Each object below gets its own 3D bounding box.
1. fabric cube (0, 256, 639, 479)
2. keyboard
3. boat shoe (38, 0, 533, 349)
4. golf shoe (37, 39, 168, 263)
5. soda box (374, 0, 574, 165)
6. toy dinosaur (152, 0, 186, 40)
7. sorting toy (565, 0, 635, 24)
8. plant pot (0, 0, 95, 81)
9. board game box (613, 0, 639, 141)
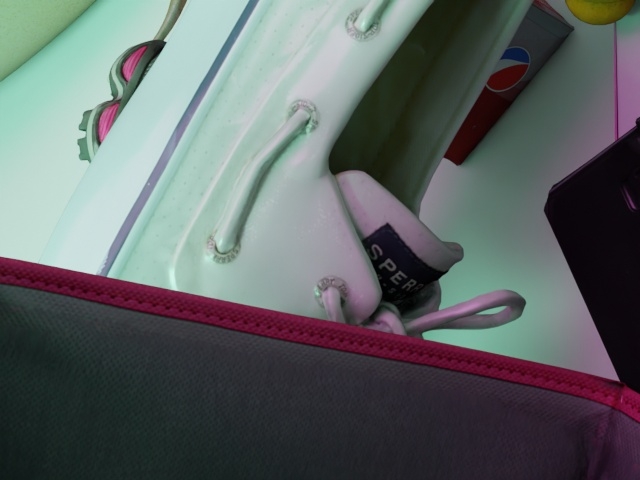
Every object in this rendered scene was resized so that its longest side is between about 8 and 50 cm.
[{"bbox_3d":[-0.003,0.174,0.319,0.259,0.254,0.258,-141,66,-69],"label":"fabric cube"},{"bbox_3d":[0.138,0.045,0.415,0.180,0.023,0.108,67,158,11],"label":"keyboard"},{"bbox_3d":[0.004,0.000,0.501,0.156,0.136,0.367,30,93,25],"label":"boat shoe"},{"bbox_3d":[-0.089,0.010,0.696,0.120,0.105,0.273,0,74,40],"label":"golf shoe"},{"bbox_3d":[0.018,-0.159,0.663,0.092,0.083,0.263,-51,43,20],"label":"soda box"},{"bbox_3d":[-0.082,-0.207,0.826,0.112,0.064,0.211,-50,31,47],"label":"toy dinosaur"},{"bbox_3d":[0.129,-0.049,0.331,0.365,0.127,0.126,-110,11,-46],"label":"sorting toy"},{"bbox_3d":[-0.263,-0.225,0.909,0.274,0.256,0.256,-15,61,25],"label":"plant pot"},{"bbox_3d":[0.192,-0.162,0.390,0.242,0.064,0.317,-8,81,62],"label":"board game box"}]
